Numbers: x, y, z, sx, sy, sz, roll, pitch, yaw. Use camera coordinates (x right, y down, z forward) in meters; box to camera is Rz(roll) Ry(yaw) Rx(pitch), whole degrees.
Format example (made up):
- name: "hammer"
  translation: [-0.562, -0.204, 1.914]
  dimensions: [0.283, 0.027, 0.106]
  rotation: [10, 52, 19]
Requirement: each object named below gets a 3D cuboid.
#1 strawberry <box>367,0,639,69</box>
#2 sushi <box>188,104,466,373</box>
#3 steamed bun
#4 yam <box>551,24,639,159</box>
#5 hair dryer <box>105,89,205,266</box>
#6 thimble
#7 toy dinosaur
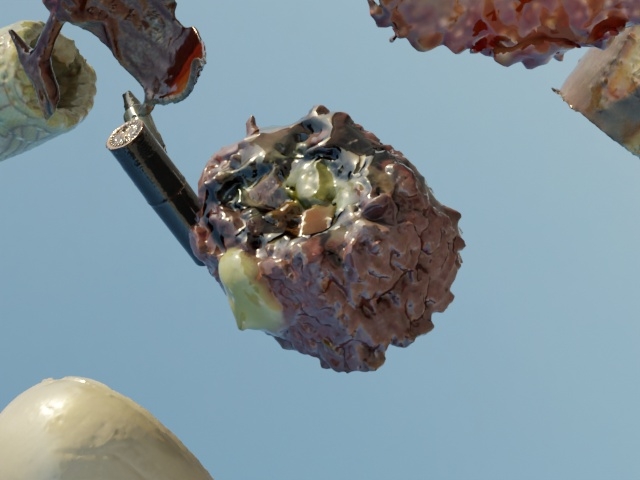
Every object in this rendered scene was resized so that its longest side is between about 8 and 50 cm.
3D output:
- name: "strawberry"
  translation: [0.146, -0.226, 0.919]
  dimensions: [0.233, 0.306, 0.138]
  rotation: [59, -154, -15]
- name: "sushi"
  translation: [0.000, 0.000, 1.791]
  dimensions: [0.270, 0.236, 0.171]
  rotation: [34, 161, 47]
- name: "steamed bun"
  translation: [-0.155, 0.211, 1.357]
  dimensions: [0.228, 0.177, 0.131]
  rotation: [51, -122, -23]
- name: "yam"
  translation: [0.301, -0.159, 1.428]
  dimensions: [0.128, 0.238, 0.129]
  rotation: [51, -156, 26]
- name: "hair dryer"
  translation: [-0.168, -0.082, 1.943]
  dimensions: [0.173, 0.050, 0.195]
  rotation: [58, -175, -31]
- name: "thimble"
  translation: [-0.348, -0.168, 2.097]
  dimensions: [0.137, 0.143, 0.190]
  rotation: [67, -159, -2]
- name: "toy dinosaur"
  translation: [-0.230, -0.226, 1.571]
  dimensions: [0.327, 0.206, 0.113]
  rotation: [59, -157, 7]
